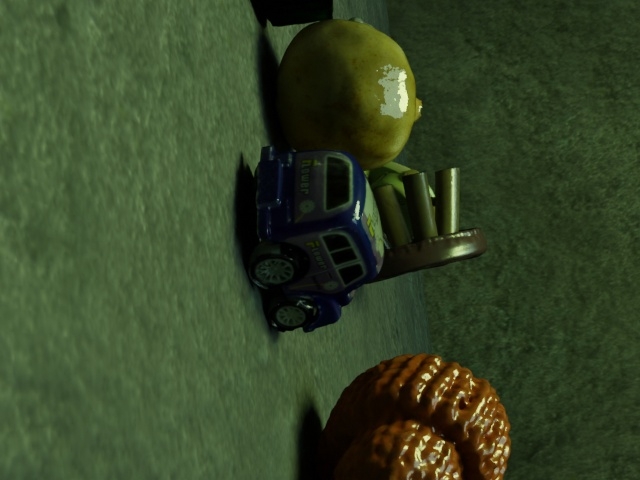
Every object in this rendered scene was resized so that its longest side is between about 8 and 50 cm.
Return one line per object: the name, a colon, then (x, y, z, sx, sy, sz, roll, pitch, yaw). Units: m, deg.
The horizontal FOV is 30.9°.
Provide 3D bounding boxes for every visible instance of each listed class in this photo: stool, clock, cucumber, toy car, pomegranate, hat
stool: (0.168, -0.028, 2.193, 0.272, 0.272, 0.178, -10, 86, -80)
clock: (0.173, -0.071, 2.388, 0.069, 0.232, 0.170, -37, 129, -35)
cucumber: (-0.036, -0.410, 1.686, 0.191, 0.130, 0.191, -8, 90, -81)
toy car: (0.000, 0.000, 1.475, 0.235, 0.158, 0.172, 71, 15, -46)
pomegranate: (0.035, -0.210, 1.721, 0.233, 0.233, 0.233, -8, 90, -80)
hat: (0.078, 0.327, 1.546, 0.400, 0.285, 0.285, -29, 112, -59)

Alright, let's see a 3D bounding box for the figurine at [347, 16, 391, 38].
figurine: (0.086, -0.277, 2.266, 0.387, 0.166, 0.207, -98, -151, -42)
